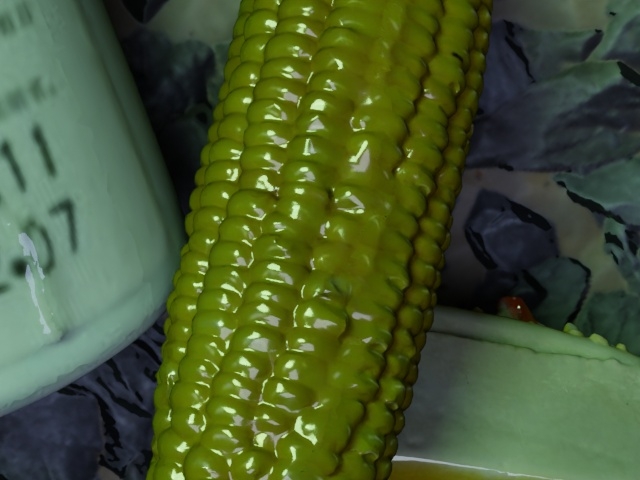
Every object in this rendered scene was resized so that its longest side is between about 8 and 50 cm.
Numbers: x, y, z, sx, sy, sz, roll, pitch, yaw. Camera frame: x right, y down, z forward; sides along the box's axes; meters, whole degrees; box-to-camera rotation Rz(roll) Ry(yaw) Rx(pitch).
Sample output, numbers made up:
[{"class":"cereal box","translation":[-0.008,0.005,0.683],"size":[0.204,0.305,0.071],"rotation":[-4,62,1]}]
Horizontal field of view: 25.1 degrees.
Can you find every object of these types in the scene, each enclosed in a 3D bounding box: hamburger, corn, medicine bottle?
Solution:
[{"class":"hamburger","translation":[0.075,0.142,0.750],"size":[0.295,0.151,0.227],"rotation":[11,118,-8]},{"class":"corn","translation":[0.000,0.000,0.625],"size":[0.120,0.120,0.363],"rotation":[12,72,-4]},{"class":"medicine bottle","translation":[-0.210,-0.115,0.611],"size":[0.211,0.211,0.371],"rotation":[-17,112,8]}]
